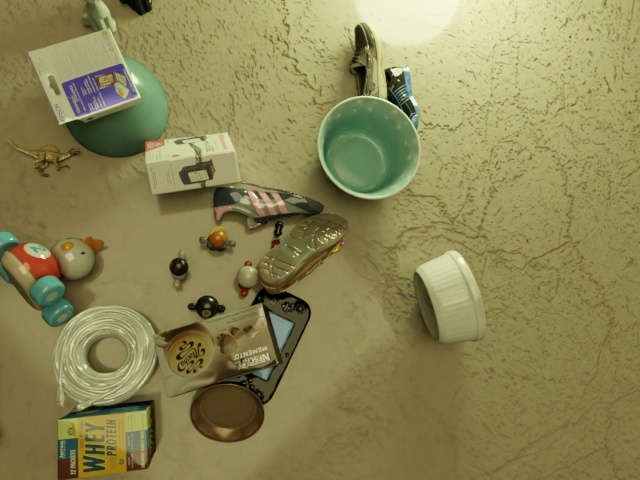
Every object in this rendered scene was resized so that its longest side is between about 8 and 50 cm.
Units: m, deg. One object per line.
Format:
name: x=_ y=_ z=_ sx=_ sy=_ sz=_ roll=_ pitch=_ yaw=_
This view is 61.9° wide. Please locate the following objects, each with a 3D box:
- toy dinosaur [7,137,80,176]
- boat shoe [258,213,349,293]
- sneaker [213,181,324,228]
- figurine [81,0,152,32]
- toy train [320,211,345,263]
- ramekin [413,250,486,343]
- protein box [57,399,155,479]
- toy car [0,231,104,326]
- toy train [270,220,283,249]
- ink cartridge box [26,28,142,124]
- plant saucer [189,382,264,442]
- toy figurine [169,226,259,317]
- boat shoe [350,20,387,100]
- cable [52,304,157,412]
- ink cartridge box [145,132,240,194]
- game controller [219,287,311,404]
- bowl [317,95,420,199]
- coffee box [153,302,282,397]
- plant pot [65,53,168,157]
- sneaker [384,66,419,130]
toy dinosaur: x=-0.767 y=-0.229 z=1.480 sx=0.183 sy=0.053 sz=0.092 roll=4 pitch=64 yaw=-19
boat shoe: x=-0.049 y=0.035 z=1.509 sx=0.324 sy=0.116 sz=0.123 roll=-34 pitch=60 yaw=-29
sneaker: x=-0.153 y=-0.088 z=1.556 sx=0.320 sy=0.112 sz=0.130 roll=11 pitch=88 yaw=-3
figurine: x=-0.588 y=-0.699 z=1.507 sx=0.215 sy=0.209 sz=0.092 roll=-39 pitch=90 yaw=-15
toy train: x=0.000 y=0.000 z=1.600 sx=0.125 sy=0.046 sz=0.166 roll=44 pitch=78 yaw=11
ramekin: x=0.363 y=0.173 z=1.540 sx=0.127 sy=0.273 sz=0.272 roll=-16 pitch=84 yaw=-2
protein box: x=-0.520 y=0.485 z=1.322 sx=0.200 sy=0.201 sz=0.135 roll=-3 pitch=81 yaw=-12
toy car: x=-0.671 y=0.052 z=1.376 sx=0.219 sy=0.210 sz=0.238 roll=37 pitch=56 yaw=16
toy train: x=-0.132 y=0.019 z=1.570 sx=0.027 sy=0.036 sz=0.158 roll=11 pitch=78 yaw=-10
ink cartridge box: x=-0.588 y=-0.407 z=1.339 sx=0.209 sy=0.045 sz=0.206 roll=-24 pitch=86 yaw=-16
plant saucer: x=-0.248 y=0.456 z=1.434 sx=0.199 sy=0.036 sz=0.198 roll=-1 pitch=113 yaw=-2
toy figurine: x=-0.295 y=0.091 z=1.465 sx=0.213 sy=0.148 sz=0.209 roll=-35 pitch=89 yaw=-15
boat shoe: x=0.141 y=-0.556 z=1.696 sx=0.093 sy=0.103 sz=0.284 roll=-10 pitch=88 yaw=-18
cable: x=-0.556 y=0.298 z=1.389 sx=0.257 sy=0.089 sz=0.256 roll=-11 pitch=72 yaw=-16
ink cartridge box: x=-0.357 y=-0.218 z=1.484 sx=0.238 sy=0.172 sz=0.100 roll=-10 pitch=121 yaw=-13
game controller: x=-0.156 y=0.292 z=1.503 sx=0.167 sy=0.067 sz=0.319 roll=27 pitch=75 yaw=-6
bowl: x=0.128 y=-0.256 z=1.607 sx=0.312 sy=0.163 sz=0.311 roll=2 pitch=80 yaw=-11
coffee box: x=-0.267 y=0.290 z=1.419 sx=0.298 sy=0.119 sz=0.168 roll=-16 pitch=77 yaw=-3
plant pot: x=-0.573 y=-0.396 z=1.466 sx=0.291 sy=0.195 sz=0.289 roll=2 pitch=80 yaw=-12
sneaker: x=0.251 y=-0.449 z=1.714 sx=0.091 sy=0.081 sz=0.232 roll=-7 pitch=75 yaw=-10
